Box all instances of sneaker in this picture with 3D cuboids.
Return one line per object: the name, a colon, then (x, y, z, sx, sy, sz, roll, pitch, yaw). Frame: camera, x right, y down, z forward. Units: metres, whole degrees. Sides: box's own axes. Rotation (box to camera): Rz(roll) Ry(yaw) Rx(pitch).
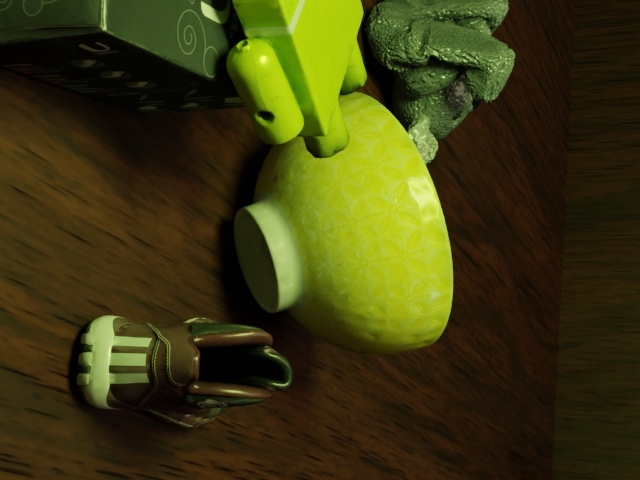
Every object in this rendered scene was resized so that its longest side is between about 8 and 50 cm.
sneaker: (-0.084, 0.124, 1.088, 0.281, 0.162, 0.106, 12, 79, -66)

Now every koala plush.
koala plush: (0.157, -0.233, 1.698, 0.221, 0.203, 0.196, 95, 0, -46)

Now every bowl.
bowl: (0.000, 0.000, 1.260, 0.156, 0.289, 0.290, -18, 111, -21)

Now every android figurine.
android figurine: (-0.020, -0.207, 1.022, 0.273, 0.056, 0.248, 66, 31, -48)

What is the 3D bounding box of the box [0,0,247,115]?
box: (-0.155, -0.208, 0.962, 0.270, 0.143, 0.165, 11, 78, -66)
